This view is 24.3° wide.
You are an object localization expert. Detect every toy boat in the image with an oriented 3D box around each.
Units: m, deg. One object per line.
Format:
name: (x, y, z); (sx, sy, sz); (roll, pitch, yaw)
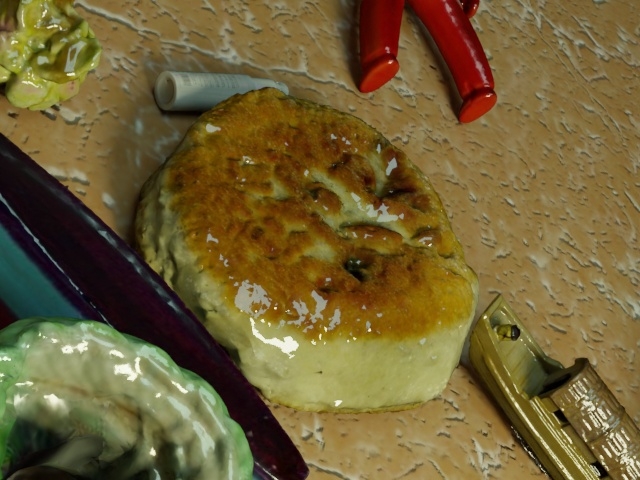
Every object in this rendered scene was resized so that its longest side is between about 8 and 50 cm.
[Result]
toy boat: (-0.162, 0.047, 1.037); (0.392, 0.079, 0.136); (47, 38, -3)
toy boat: (0.206, 0.141, 1.238); (0.226, 0.088, 0.068); (54, 44, -8)

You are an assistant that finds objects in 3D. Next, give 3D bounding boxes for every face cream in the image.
face cream: (-0.081, -0.127, 1.276); (0.130, 0.034, 0.034); (-4, 60, -42)

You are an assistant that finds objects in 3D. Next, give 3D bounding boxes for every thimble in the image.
thimble: (-0.155, 0.160, 0.879); (0.219, 0.150, 0.219); (23, 45, -25)

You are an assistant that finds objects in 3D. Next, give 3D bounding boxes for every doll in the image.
doll: (0.081, -0.302, 1.526); (0.188, 0.099, 0.384); (16, 54, -32)

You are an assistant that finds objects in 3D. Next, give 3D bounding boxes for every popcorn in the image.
popcorn: (-0.217, -0.159, 1.152); (0.097, 0.089, 0.109); (18, 43, -44)

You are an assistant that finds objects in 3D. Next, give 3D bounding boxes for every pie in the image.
pie: (0.000, 0.000, 1.198); (0.315, 0.092, 0.315); (22, 44, -23)
